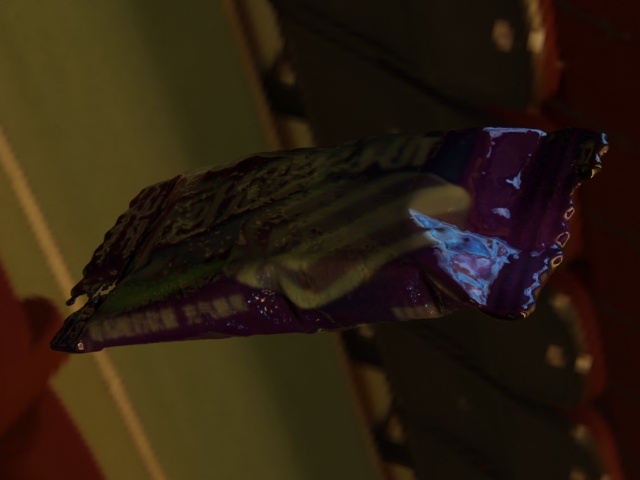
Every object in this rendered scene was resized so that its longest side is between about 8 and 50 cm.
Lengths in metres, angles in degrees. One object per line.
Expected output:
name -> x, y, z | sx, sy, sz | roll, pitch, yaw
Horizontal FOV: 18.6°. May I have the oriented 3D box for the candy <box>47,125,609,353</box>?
candy -> 0.000, 0.000, 0.968 | 0.145, 0.275, 0.070 | -63, 141, -50
